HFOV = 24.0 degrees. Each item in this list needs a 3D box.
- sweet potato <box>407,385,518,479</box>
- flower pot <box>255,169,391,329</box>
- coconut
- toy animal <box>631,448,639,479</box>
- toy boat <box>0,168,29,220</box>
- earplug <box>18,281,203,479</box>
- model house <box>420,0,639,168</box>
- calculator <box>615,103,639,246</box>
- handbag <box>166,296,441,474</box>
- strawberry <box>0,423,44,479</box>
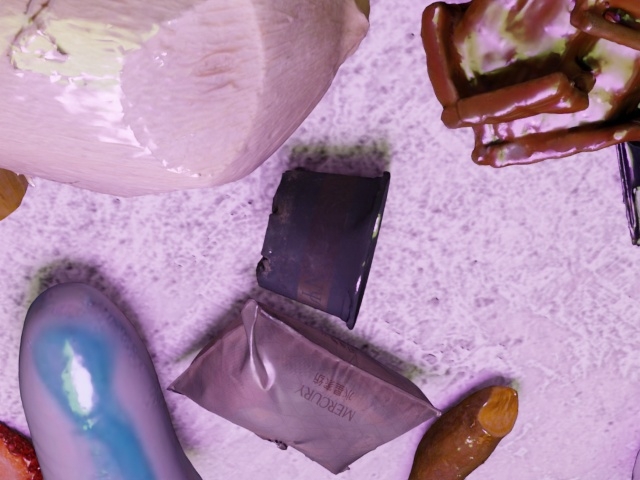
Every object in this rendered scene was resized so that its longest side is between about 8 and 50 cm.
[{"bbox_3d":[0.140,0.250,1.716,0.077,0.077,0.243,22,127,-20],"label":"sweet potato"},{"bbox_3d":[0.000,0.000,1.454,0.107,0.157,0.157,12,132,5],"label":"flower pot"},{"bbox_3d":[-0.144,-0.194,1.147,0.360,0.346,0.346,13,130,-10],"label":"coconut"},{"bbox_3d":[0.489,0.291,1.681,0.267,0.212,0.212,11,131,-5],"label":"toy animal"},{"bbox_3d":[-0.339,-0.109,1.400,0.088,0.068,0.226,-9,134,13],"label":"toy boat"},{"bbox_3d":[-0.235,0.180,1.604,0.185,0.185,0.324,-6,124,4],"label":"earplug"},{"bbox_3d":[0.199,-0.149,1.277,0.220,0.199,0.229,33,121,9],"label":"model house"},{"bbox_3d":[0.350,-0.121,1.390,0.166,0.028,0.274,-11,118,9],"label":"calculator"},{"bbox_3d":[-0.024,0.167,1.621,0.270,0.117,0.182,31,133,-27],"label":"handbag"},{"bbox_3d":[-0.371,0.247,1.728,0.104,0.048,0.152,-17,117,22],"label":"strawberry"}]
